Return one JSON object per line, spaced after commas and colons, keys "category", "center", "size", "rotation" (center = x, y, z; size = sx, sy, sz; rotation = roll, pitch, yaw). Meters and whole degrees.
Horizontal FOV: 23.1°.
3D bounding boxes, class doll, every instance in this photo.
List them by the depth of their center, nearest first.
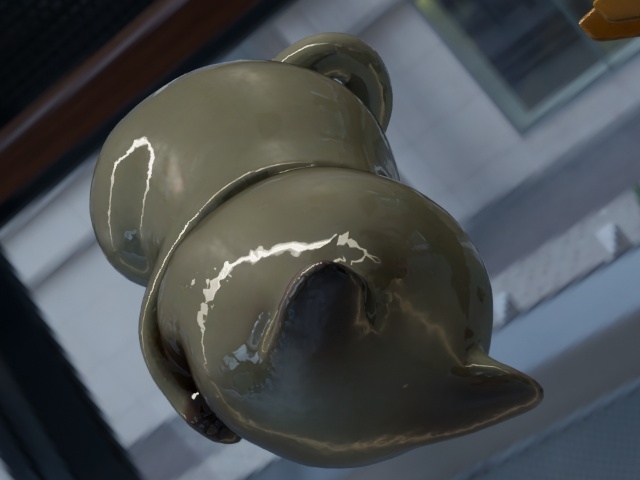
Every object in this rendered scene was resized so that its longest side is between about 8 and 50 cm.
{"category": "doll", "center": [-0.022, 0.010, 1.043], "size": [0.226, 0.215, 0.370], "rotation": [-43, 32, 15]}

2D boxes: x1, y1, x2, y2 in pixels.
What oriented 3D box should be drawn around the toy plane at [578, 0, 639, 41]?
{"category": "toy plane", "center": [0.320, -0.086, 1.025], "size": [0.103, 0.316, 0.204], "rotation": [-49, -4, -6]}
